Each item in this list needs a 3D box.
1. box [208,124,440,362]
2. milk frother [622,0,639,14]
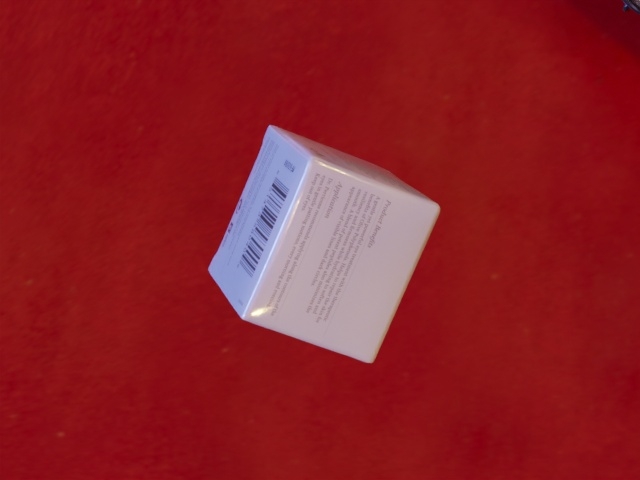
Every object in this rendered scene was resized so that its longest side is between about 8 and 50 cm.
[{"bbox_3d":[0.000,0.000,0.906,0.087,0.102,0.101,20,99,-19],"label":"box"},{"bbox_3d":[0.213,-0.172,0.759,0.129,0.134,0.143,29,33,10],"label":"milk frother"}]
